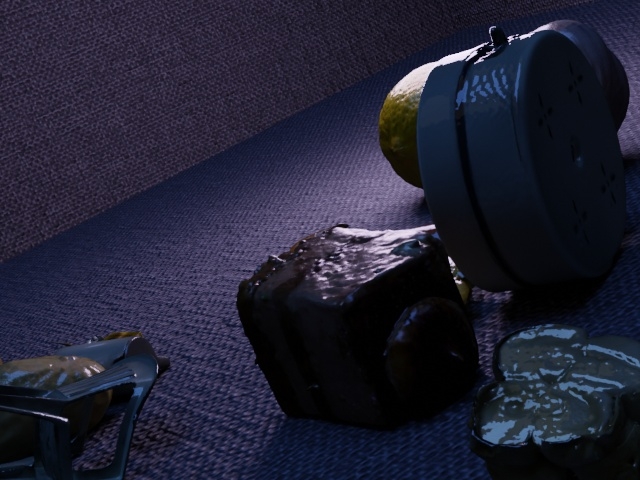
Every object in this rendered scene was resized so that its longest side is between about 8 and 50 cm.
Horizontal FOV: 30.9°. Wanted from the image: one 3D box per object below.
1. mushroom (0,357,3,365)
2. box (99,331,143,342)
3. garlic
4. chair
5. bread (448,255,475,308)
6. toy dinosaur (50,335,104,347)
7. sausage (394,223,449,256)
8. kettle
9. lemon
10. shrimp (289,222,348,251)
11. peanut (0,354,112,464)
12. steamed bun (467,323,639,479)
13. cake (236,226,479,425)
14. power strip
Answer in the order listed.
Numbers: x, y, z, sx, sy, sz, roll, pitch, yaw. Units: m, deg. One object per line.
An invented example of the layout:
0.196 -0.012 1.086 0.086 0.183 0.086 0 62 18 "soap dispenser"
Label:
-0.663 0.254 1.984 0.254 0.184 0.255 -27 25 14 "mushroom"
-0.395 0.208 2.055 0.089 0.022 0.156 -7 21 47 "box"
0.376 -0.218 1.976 0.317 0.259 0.317 -20 -4 -2 "garlic"
-0.363 0.250 1.560 0.274 0.191 0.203 2 2 -30 "chair"
0.168 0.081 1.621 0.187 0.065 0.149 -24 25 -19 "bread"
-0.399 0.189 2.012 0.058 0.037 0.180 -27 18 -38 "toy dinosaur"
0.121 0.025 1.831 0.300 0.083 0.089 -14 5 25 "sausage"
-0.337 0.213 1.854 0.148 0.127 0.098 -13 49 23 "kettle"
0.237 -0.218 2.214 0.267 0.267 0.267 -21 15 6 "lemon"
0.000 0.000 2.213 0.127 0.025 0.091 -28 15 -5 "shrimp"
-0.466 0.260 1.725 0.318 0.148 0.147 -24 15 -7 "peanut"
0.242 0.171 1.098 0.192 0.106 0.177 -4 33 18 "steamed bun"
0.058 0.105 1.426 0.196 0.199 0.293 -29 17 -33 "cake"
0.271 -0.114 1.556 0.161 0.358 0.357 -11 18 34 "power strip"
